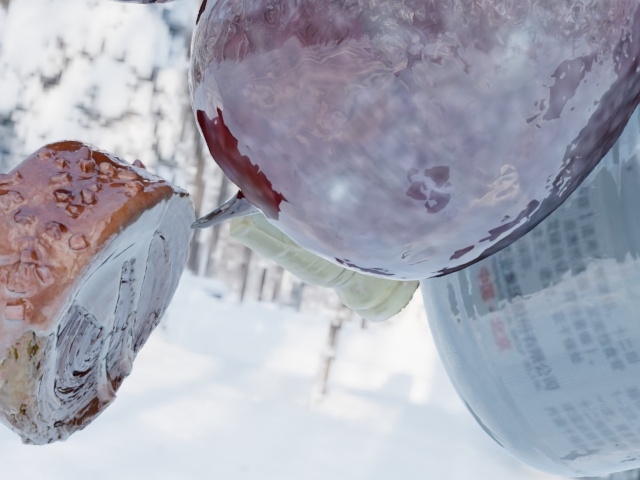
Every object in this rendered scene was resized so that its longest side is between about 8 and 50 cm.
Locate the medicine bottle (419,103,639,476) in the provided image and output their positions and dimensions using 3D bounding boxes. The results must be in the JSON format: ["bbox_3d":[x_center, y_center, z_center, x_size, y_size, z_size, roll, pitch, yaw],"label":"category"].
[{"bbox_3d":[0.242,0.005,0.895,0.306,0.245,0.245,-19,-20,34],"label":"medicine bottle"}]

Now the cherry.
[{"bbox_3d":[0.060,-0.100,0.687,0.203,0.300,0.230,54,8,8],"label":"cherry"}]

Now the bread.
[{"bbox_3d":[-0.133,0.023,0.746,0.073,0.160,0.160,30,3,16],"label":"bread"}]

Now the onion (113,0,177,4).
[{"bbox_3d":[-0.118,-0.284,0.980,0.230,0.230,0.163,11,36,-13],"label":"onion"}]

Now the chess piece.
[{"bbox_3d":[0.000,0.000,1.356,0.200,0.090,0.090,30,-13,-35],"label":"chess piece"}]
